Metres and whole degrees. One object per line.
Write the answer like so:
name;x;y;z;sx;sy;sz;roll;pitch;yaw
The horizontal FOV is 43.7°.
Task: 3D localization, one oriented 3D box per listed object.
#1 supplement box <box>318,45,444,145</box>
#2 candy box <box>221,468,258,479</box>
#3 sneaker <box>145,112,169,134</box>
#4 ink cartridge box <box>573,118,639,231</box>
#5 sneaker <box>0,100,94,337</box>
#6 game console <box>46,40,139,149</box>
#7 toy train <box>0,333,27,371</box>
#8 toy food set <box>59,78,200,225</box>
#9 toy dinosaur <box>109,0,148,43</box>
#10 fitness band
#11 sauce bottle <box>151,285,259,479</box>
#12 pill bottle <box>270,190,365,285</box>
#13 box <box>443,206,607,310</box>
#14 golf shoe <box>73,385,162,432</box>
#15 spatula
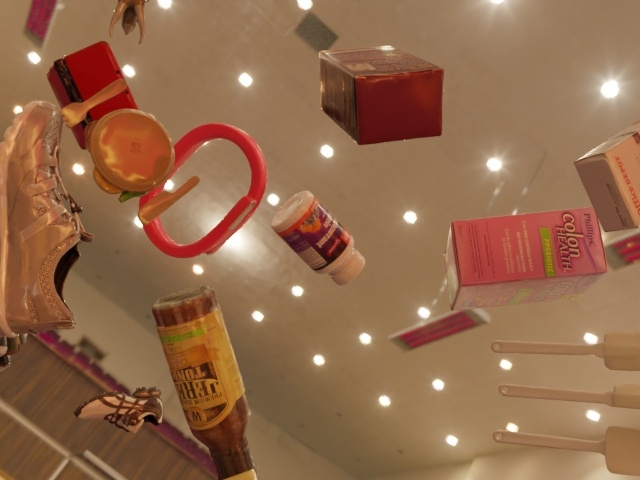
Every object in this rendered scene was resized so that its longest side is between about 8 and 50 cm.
supplement box;0.068;-0.180;0.966;0.188;0.104;0.080;-121;-154;-65
candy box;-0.125;0.502;1.103;0.087;0.183;0.316;-130;-160;-84
sneaker;-0.345;-0.218;1.574;0.098;0.069;0.038;46;-66;30
ink cartridge box;0.424;-0.093;1.062;0.109;0.150;0.063;63;-25;-7
sneaker;-0.319;-0.023;0.934;0.115;0.281;0.105;4;-9;-5
game console;-0.375;-0.237;1.317;0.124;0.085;0.144;-8;-73;61
toy train;-0.547;0.043;1.268;0.190;0.142;0.334;133;-52;-72
toy food set;-0.271;-0.124;1.128;0.192;0.132;0.038;55;-33;-9
toy dinosaur;-0.267;-0.425;1.003;0.121;0.160;0.313;-20;-56;6
fitness band;-0.232;-0.096;1.570;0.291;0.054;0.209;-44;-105;16
sauce bottle;-0.179;0.250;1.320;0.111;0.111;0.344;-8;-78;48
pill bottle;0.000;0.000;1.625;0.193;0.108;0.108;45;-33;-20
box;0.350;0.038;1.410;0.243;0.117;0.213;-7;-17;3
golf shoe;-0.439;0.382;1.761;0.077;0.198;0.094;-49;-127;50
spatula;0.319;0.198;0.996;0.242;0.168;0.019;-5;-9;41
